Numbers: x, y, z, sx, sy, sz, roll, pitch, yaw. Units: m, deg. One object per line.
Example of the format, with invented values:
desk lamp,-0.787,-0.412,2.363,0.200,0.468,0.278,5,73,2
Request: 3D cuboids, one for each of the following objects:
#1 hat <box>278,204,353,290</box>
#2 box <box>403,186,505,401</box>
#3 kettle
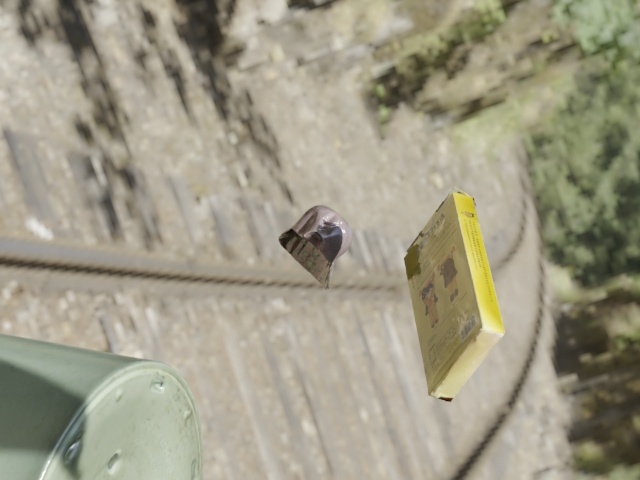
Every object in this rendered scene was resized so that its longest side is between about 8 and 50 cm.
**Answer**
hat,0.001,0.000,1.254,0.058,0.042,0.087,45,-18,16
box,0.091,0.035,1.098,0.020,0.073,0.149,18,38,-21
kettle,-0.329,0.216,1.164,0.361,0.377,0.250,-63,153,-31
